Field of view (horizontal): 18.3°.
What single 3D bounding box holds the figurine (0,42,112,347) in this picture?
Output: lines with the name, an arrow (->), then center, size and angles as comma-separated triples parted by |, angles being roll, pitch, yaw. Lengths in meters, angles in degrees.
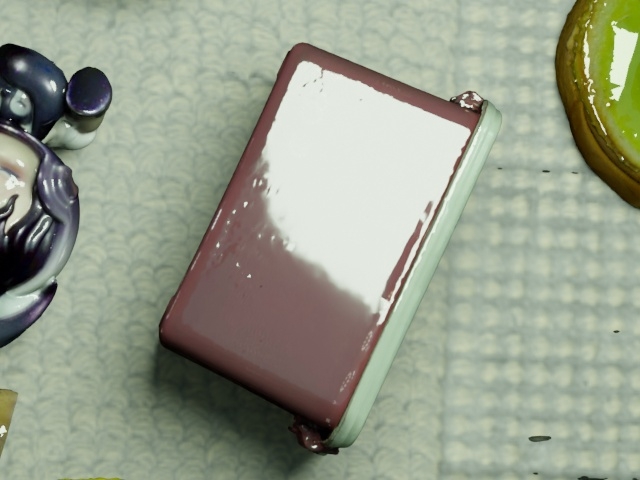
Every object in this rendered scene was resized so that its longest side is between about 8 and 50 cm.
figurine -> -0.240, -0.025, 1.492 | 0.145, 0.145, 0.222 | 25, 73, -9

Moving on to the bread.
bread -> 0.303, -0.138, 1.618 | 0.236, 0.070, 0.236 | 0, 88, -12

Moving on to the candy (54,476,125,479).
candy -> -0.207, 0.226, 1.488 | 0.199, 0.094, 0.106 | -14, 101, -5

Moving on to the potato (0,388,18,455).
potato -> -0.259, 0.157, 1.518 | 0.037, 0.036, 0.093 | 17, 86, -13

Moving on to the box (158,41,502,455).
box -> 0.000, 0.000, 1.499 | 0.168, 0.193, 0.294 | 25, 84, -4
